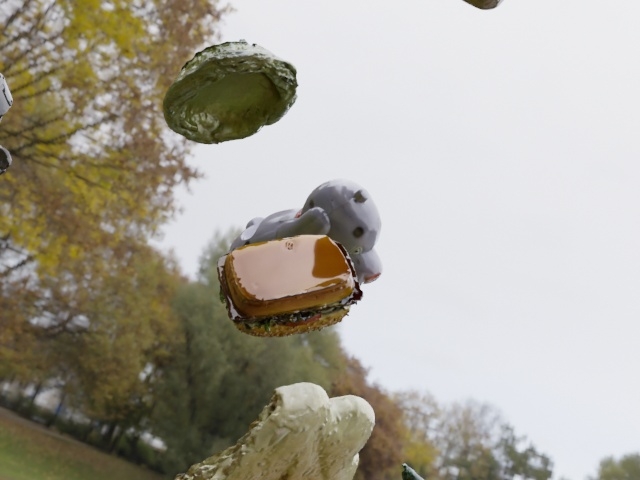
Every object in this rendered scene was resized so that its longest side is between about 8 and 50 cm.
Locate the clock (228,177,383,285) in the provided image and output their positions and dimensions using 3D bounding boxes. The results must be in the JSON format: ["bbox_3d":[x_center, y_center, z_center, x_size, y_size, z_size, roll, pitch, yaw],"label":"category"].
[{"bbox_3d":[0.000,0.003,1.315,0.188,0.189,0.254,28,-39,-26],"label":"clock"}]

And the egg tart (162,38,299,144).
[{"bbox_3d":[-0.128,-0.209,1.225,0.197,0.078,0.197,-17,-23,-8],"label":"egg tart"}]

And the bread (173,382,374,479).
[{"bbox_3d":[-0.055,0.216,0.758,0.181,0.251,0.039,33,20,-48],"label":"bread"}]

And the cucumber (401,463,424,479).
[{"bbox_3d":[0.142,0.354,1.174,0.037,0.037,0.155,-10,-72,57],"label":"cucumber"}]

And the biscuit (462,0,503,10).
[{"bbox_3d":[0.137,-0.425,1.132,0.237,0.062,0.291,40,-8,19],"label":"biscuit"}]

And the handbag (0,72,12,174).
[{"bbox_3d":[-0.360,-0.164,0.664,0.257,0.113,0.285,12,-44,42],"label":"handbag"}]

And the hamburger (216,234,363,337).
[{"bbox_3d":[-0.038,0.054,1.061,0.165,0.137,0.087,-8,-46,-12],"label":"hamburger"}]
